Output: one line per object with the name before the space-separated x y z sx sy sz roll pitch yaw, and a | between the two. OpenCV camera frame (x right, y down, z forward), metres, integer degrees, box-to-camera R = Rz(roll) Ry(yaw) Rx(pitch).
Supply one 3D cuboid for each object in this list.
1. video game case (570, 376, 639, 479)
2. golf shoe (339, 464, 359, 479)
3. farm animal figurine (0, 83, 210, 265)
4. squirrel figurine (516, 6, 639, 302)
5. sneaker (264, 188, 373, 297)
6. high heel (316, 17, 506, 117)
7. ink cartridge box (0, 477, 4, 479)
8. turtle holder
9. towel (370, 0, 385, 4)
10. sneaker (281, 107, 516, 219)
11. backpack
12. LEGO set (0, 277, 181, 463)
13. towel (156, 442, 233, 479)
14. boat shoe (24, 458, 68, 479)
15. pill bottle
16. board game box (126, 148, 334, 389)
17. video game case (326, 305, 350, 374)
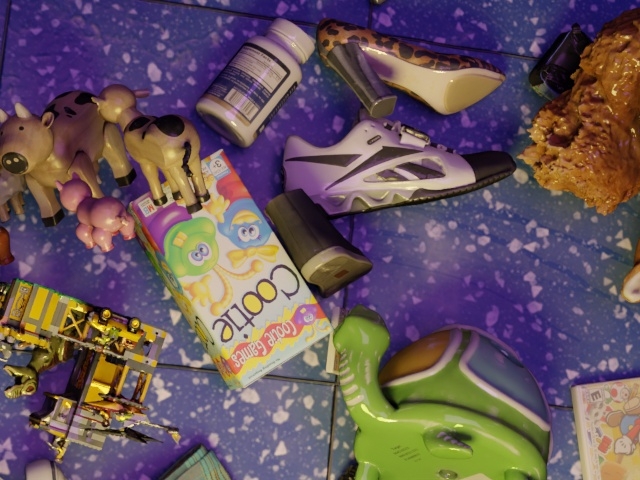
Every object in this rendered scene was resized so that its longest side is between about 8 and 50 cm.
video game case | 0.469 0.306 1.986 0.206 0.026 0.227 -6 84 -13
golf shoe | 0.058 0.400 1.872 0.094 0.077 0.198 9 83 -27
farm animal figurine | -0.304 -0.107 1.697 0.330 0.327 0.172 -18 110 3
squirrel figurine | 0.483 -0.102 1.898 0.397 0.370 0.281 25 37 18
sneaker | 0.000 0.000 1.842 0.083 0.222 0.118 -32 75 2
high heel | 0.127 -0.263 1.974 0.261 0.093 0.186 -12 52 -34
ink cartridge box | -0.496 0.354 1.705 0.224 0.045 0.223 24 75 30
turtle holder | 0.149 0.228 1.829 0.320 0.243 0.227 17 53 -1
towel | 0.087 -0.546 2.013 0.312 0.056 0.324 -42 95 -11
sneaker | 0.107 -0.116 1.916 0.331 0.122 0.146 -9 86 -13
backpack | 0.367 -0.233 2.004 0.114 0.084 0.105 38 81 -9
LEGO set | -0.330 0.168 1.707 0.255 0.331 0.192 23 80 -29
towel | -0.117 0.466 1.764 0.370 0.040 0.271 53 40 -2
boat shoe | -0.275 0.446 1.756 0.156 0.136 0.367 -10 88 -13
pill bottle | -0.084 -0.218 1.904 0.094 0.094 0.169 39 77 -5
board game box | -0.124 0.043 1.835 0.142 0.144 0.275 -32 89 -13
video game case | 0.039 0.139 1.876 0.011 0.122 0.087 2 80 23
